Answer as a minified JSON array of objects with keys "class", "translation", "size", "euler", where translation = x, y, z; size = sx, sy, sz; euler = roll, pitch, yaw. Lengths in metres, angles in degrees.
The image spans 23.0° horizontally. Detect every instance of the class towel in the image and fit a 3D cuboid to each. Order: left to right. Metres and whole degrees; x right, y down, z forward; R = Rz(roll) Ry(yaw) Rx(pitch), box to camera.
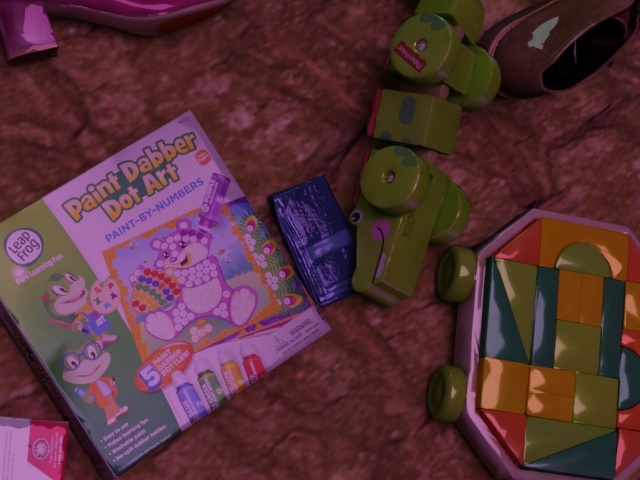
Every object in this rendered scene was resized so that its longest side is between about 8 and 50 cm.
[{"class":"towel","translation":[0.000,0.000,1.505],"size":[0.067,0.029,0.119],"euler":[-23,88,-23]}]

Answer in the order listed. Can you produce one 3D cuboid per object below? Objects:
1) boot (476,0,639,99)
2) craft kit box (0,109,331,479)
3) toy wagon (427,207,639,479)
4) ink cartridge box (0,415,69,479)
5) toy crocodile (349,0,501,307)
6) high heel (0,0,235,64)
[{"class":"boot","translation":[0.304,-0.236,1.603],"size":[0.305,0.115,0.112],"euler":[-39,117,-20]},{"class":"craft kit box","translation":[-0.156,0.047,1.427],"size":[0.250,0.061,0.246],"euler":[-34,89,-23]},{"class":"toy wagon","translation":[0.239,0.148,1.542],"size":[0.267,0.068,0.344],"euler":[10,76,-18]},{"class":"ink cartridge box","translation":[-0.297,0.204,1.337],"size":[0.150,0.063,0.109],"euler":[7,77,-18]},{"class":"toy crocodile","translation":[0.090,-0.105,1.515],"size":[0.115,0.105,0.340],"euler":[22,80,-55]},{"class":"high heel","translation":[-0.194,-0.244,1.461],"size":[0.244,0.082,0.117],"euler":[-16,86,-13]}]
